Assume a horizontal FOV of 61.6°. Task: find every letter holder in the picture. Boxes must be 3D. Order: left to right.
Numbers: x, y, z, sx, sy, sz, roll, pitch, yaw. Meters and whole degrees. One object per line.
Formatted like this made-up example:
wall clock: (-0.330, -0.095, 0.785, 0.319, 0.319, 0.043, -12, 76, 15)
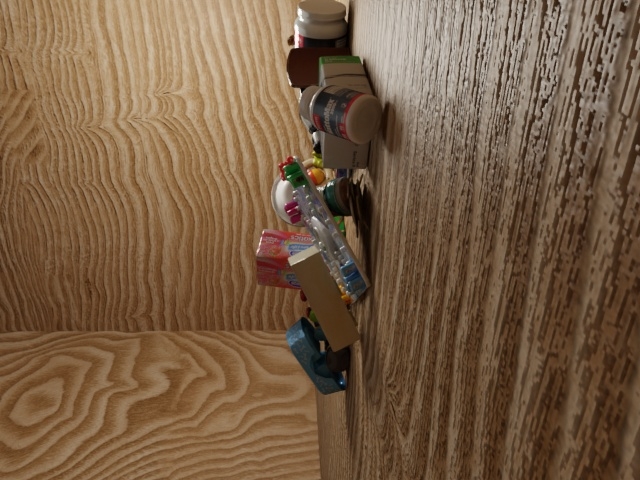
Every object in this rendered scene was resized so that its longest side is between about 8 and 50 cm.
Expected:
letter holder: (-0.004, -0.501, 1.748, 0.301, 0.215, 0.151, -94, 6, -49)

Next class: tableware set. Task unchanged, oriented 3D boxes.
tableware set: (0.102, -0.104, 1.410, 0.194, 0.039, 0.128, -84, -18, -60)

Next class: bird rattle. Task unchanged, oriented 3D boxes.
bird rattle: (-0.044, -0.298, 2.334, 0.143, 0.254, 0.206, 97, 149, -65)

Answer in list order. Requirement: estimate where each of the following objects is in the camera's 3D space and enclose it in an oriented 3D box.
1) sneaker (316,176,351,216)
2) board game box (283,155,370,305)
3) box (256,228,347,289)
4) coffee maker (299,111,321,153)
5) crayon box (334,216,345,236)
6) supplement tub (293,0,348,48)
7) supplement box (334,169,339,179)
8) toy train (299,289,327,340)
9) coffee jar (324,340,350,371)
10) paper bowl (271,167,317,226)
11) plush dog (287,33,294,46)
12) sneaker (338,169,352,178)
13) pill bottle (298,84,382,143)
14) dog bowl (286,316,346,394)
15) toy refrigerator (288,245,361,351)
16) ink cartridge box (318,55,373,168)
sneaker: (0.030, -0.109, 1.493, 0.302, 0.121, 0.108, 6, -104, -82)
board game box: (0.000, 0.000, 1.533, 0.389, 0.050, 0.390, 61, 170, 11)
box: (-0.066, 0.075, 1.880, 0.142, 0.300, 0.154, -80, -4, -47)
coffee maker: (0.027, -0.424, 1.961, 0.178, 0.171, 0.120, 67, -169, 21)
crayon box: (0.041, 0.033, 2.046, 0.165, 0.081, 0.278, -94, 6, -50)
supplement tub: (-0.001, -0.698, 1.920, 0.191, 0.191, 0.272, -94, 5, -50)
supplement box: (0.073, -0.230, 1.857, 0.055, 0.043, 0.083, -94, 5, -56)
toy train: (-0.017, 0.209, 1.790, 0.143, 0.105, 0.247, -91, -12, -52)
coffee jar: (0.053, 0.362, 1.828, 0.184, 0.079, 0.096, -100, 10, -68)
paper bowl: (-0.084, -0.205, 2.474, 0.148, 0.285, 0.283, 146, 124, -84)
plush dog: (0.004, -0.748, 2.136, 0.225, 0.211, 0.262, 64, 176, 4)
sneaker: (0.054, -0.284, 1.719, 0.221, 0.087, 0.083, 79, -171, -49)
pill bottle: (0.039, -0.289, 1.205, 0.180, 0.108, 0.107, 28, 127, 40)
dog bowl: (-0.018, 0.402, 1.841, 0.297, 0.074, 0.166, 58, -171, -15)
toy refrigerator: (0.014, 0.155, 1.461, 0.269, 0.094, 0.102, 65, 177, -11)
ink cartridge box: (0.060, -0.350, 1.447, 0.289, 0.122, 0.211, -95, 6, -54)
